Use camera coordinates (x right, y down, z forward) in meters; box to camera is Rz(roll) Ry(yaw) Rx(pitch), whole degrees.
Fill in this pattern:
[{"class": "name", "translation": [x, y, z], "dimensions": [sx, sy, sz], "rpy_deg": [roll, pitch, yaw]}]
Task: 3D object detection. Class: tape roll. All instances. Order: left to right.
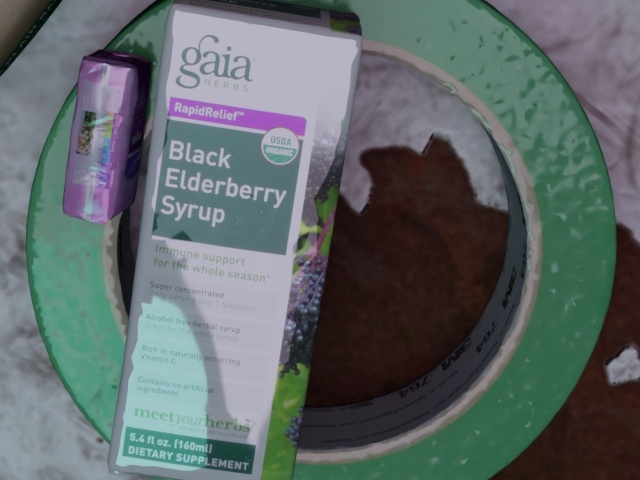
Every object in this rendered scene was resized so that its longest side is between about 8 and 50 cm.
[{"class": "tape roll", "translation": [0.000, 0.000, 0.897], "dimensions": [0.321, 0.077, 0.321], "rpy_deg": [0, 105, -2]}]

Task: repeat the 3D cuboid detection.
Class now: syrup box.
[{"class": "syrup box", "translation": [-0.044, -0.002, 0.806], "dimensions": [0.093, 0.096, 0.237], "rpy_deg": [8, 104, -4]}]

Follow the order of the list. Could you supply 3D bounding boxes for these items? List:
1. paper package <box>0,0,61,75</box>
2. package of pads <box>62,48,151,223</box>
[{"class": "paper package", "translation": [-0.222, -0.253, 0.780], "dimensions": [0.309, 0.168, 0.325], "rpy_deg": [38, 99, -10]}, {"class": "package of pads", "translation": [-0.108, -0.054, 0.814], "dimensions": [0.032, 0.050, 0.083], "rpy_deg": [10, 103, 3]}]
